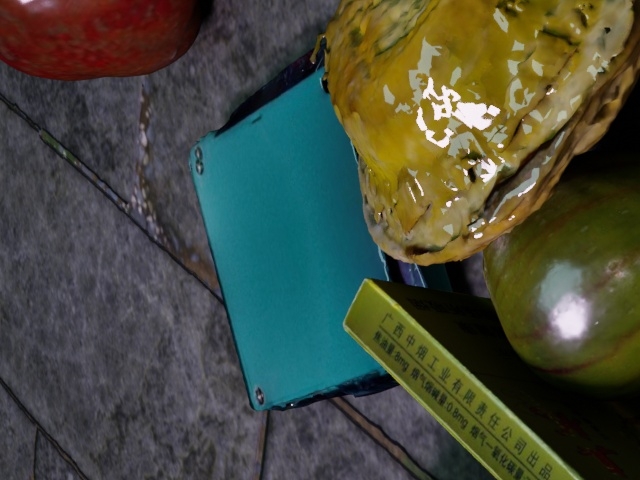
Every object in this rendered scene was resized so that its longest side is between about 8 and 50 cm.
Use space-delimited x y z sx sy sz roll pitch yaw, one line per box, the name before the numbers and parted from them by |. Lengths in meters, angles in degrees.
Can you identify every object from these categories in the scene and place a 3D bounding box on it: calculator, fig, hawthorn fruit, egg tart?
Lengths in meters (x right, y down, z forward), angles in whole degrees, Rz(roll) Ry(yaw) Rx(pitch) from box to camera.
calculator | 0.000 0.000 1.464 0.274 0.058 0.248 -31 72 56
fig | 0.213 -0.013 1.105 0.259 0.151 0.151 -37 64 25
hawthorn fruit | -0.217 -0.228 1.562 0.208 0.248 0.208 13 107 53
egg tart | 0.087 -0.126 1.135 0.295 0.116 0.295 -45 28 32

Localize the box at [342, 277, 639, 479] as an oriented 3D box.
box | 0.163 0.124 1.135 0.311 0.173 0.043 44 115 45
